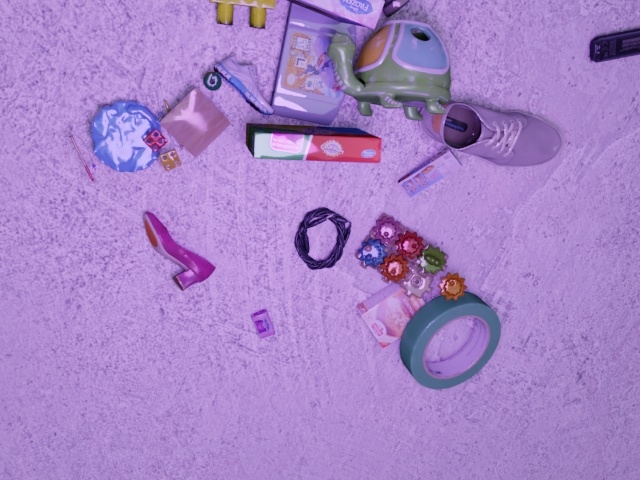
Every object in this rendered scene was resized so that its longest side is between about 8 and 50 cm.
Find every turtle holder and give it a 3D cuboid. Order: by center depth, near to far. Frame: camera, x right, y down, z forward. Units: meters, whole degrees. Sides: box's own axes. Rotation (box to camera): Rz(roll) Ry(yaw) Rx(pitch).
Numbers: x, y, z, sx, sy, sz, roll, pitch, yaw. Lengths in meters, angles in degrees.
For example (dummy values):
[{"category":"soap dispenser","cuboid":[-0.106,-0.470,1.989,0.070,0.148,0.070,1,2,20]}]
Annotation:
[{"category":"turtle holder","cuboid":[0.182,-0.442,1.632,0.320,0.243,0.227,4,94,6]}]

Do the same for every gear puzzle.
[{"category":"gear puzzle","cuboid":[0.277,0.077,1.846,0.339,0.044,0.175,33,93,-1]}]

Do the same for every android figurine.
[{"category":"android figurine","cuboid":[-0.188,-0.672,1.563,0.248,0.056,0.272,4,109,-13]}]

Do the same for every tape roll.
[{"category":"tape roll","cuboid":[0.403,0.311,1.951,0.321,0.077,0.321,-12,122,-20]}]

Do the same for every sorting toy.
[{"category":"sorting toy","cuboid":[-0.336,-0.305,1.648,0.274,0.046,0.132,-44,119,2]}]

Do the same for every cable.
[{"category":"cable","cuboid":[0.000,0.000,1.824,0.151,0.047,0.184,22,103,-17]}]

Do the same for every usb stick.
[{"category":"usb stick","cuboid":[0.913,-0.575,1.827,0.278,0.045,0.077,-13,117,-8]}]

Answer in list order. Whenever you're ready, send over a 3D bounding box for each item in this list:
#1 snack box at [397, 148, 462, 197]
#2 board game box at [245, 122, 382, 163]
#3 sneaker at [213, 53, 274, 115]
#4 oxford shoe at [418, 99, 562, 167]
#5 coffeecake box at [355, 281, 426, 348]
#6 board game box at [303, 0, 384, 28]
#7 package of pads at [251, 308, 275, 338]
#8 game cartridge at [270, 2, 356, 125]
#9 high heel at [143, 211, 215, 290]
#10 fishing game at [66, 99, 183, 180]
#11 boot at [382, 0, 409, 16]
[{"category":"snack box","cuboid":[0.311,-0.189,1.798,0.178,0.022,0.064,-31,117,28]},{"category":"board game box","cuboid":[-0.026,-0.254,1.633,0.317,0.242,0.064,0,106,-12]},{"category":"sneaker","cuboid":[-0.181,-0.408,1.634,0.191,0.071,0.083,44,82,-8]},{"category":"oxford shoe","cuboid":[0.496,-0.297,1.788,0.449,0.130,0.169,11,103,-16]},{"category":"coffeecake box","cuboid":[0.225,0.218,1.930,0.185,0.068,0.142,-34,113,1]},{"category":"board game box","cuboid":[-0.048,-0.573,1.427,0.318,0.318,0.065,16,107,-16]},{"category":"package of pads","cuboid":[-0.170,0.250,1.878,0.050,0.032,0.083,-21,111,-6]},{"category":"game cartridge","cuboid":[-0.013,-0.463,1.669,0.198,0.062,0.297,10,106,-10]},{"category":"high heel","cuboid":[-0.390,0.012,1.746,0.117,0.082,0.244,-34,100,-29]},{"category":"fishing game","cuboid":[-0.504,-0.270,1.637,0.264,0.041,0.189,-26,113,-12]},{"category":"boot","cuboid":[0.184,-0.730,1.601,0.263,0.091,0.229,-42,111,6]}]
